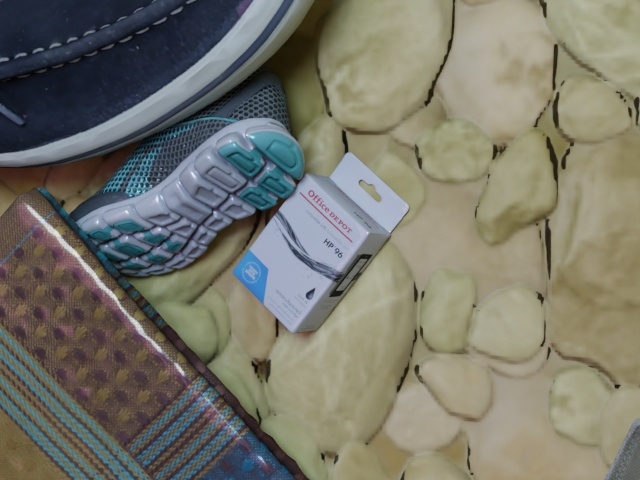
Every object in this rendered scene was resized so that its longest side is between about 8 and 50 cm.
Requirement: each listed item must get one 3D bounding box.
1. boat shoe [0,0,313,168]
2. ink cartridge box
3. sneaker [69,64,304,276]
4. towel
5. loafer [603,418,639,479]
[{"bbox_3d":[-0.229,-0.145,0.772,0.500,0.156,0.187,2,72,27],"label":"boat shoe"},{"bbox_3d":[0.000,0.000,0.736,0.048,0.028,0.083,43,107,21],"label":"ink cartridge box"},{"bbox_3d":[-0.073,-0.037,0.766,0.166,0.065,0.076,-26,49,33],"label":"sneaker"},{"bbox_3d":[-0.183,0.186,0.791,0.370,0.040,0.271,-44,87,18],"label":"towel"},{"bbox_3d":[0.173,0.098,0.610,0.102,0.092,0.268,33,104,24],"label":"loafer"}]
